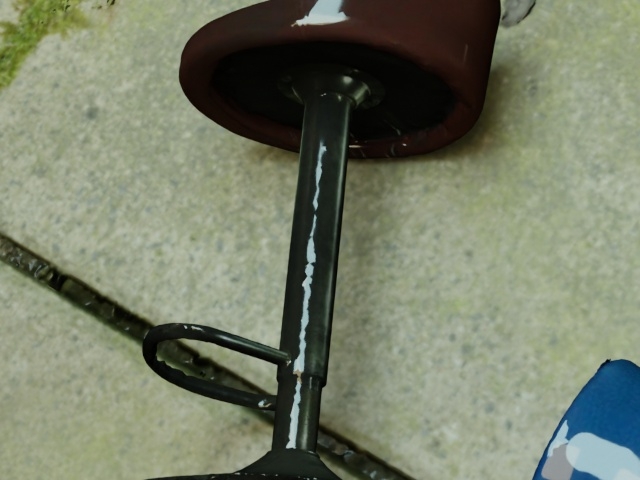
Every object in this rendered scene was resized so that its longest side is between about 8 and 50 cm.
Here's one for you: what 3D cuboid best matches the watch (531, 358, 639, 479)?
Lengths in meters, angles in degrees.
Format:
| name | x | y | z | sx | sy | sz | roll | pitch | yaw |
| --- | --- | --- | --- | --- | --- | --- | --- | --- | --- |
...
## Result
| name | x | y | z | sx | sy | sz | roll | pitch | yaw |
| --- | --- | --- | --- | --- | --- | --- | --- | --- | --- |
| watch | 0.180 | 0.176 | 1.164 | 0.171 | 0.196 | 0.200 | 26 | 87 | 17 |

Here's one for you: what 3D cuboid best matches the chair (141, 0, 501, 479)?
| name | x | y | z | sx | sy | sz | roll | pitch | yaw |
| --- | --- | --- | --- | --- | --- | --- | --- | --- | --- |
| chair | 0.000 | 0.000 | 1.282 | 0.226 | 0.226 | 0.401 | 0 | 69 | 20 |
